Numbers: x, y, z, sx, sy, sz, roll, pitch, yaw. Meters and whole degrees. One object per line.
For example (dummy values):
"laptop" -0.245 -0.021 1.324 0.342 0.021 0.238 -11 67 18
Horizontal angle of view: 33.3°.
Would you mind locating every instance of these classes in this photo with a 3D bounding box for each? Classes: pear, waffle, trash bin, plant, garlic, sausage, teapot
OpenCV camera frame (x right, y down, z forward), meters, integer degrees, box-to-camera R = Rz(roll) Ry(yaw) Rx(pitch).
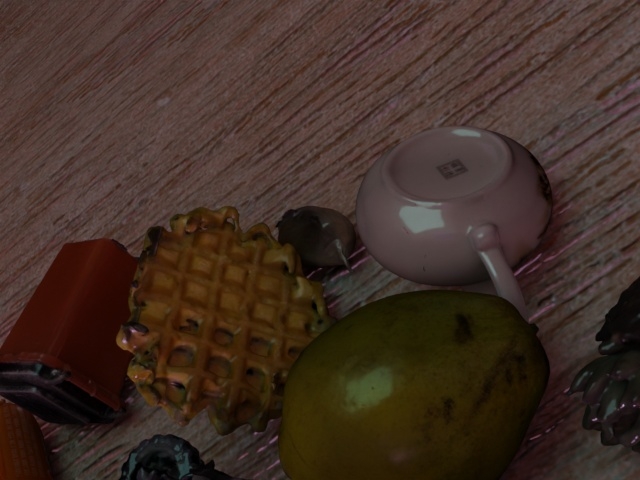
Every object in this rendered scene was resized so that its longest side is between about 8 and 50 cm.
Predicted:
"pear" 0.084 0.151 0.983 0.269 0.212 0.212 -38 40 10
"waffle" -0.111 0.082 1.209 0.280 0.262 0.060 51 143 18
"trash bin" -0.320 0.122 1.457 0.185 0.161 0.238 -5 54 43
"plant" 0.299 0.095 0.871 0.129 0.132 0.194 16 68 54
"garlic" 0.006 -0.001 1.303 0.152 0.066 0.084 -3 86 48
"sausage" -0.405 0.321 1.438 0.093 0.093 0.312 -45 38 9
"teapot" 0.142 -0.022 1.118 0.204 0.139 0.298 -13 40 -3

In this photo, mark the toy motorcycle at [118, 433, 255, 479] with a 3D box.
"toy motorcycle" -0.096 0.319 1.074 0.327 0.143 0.188 14 73 33

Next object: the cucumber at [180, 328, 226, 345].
"cucumber" -0.137 0.074 1.333 0.134 0.134 0.244 -22 43 33
